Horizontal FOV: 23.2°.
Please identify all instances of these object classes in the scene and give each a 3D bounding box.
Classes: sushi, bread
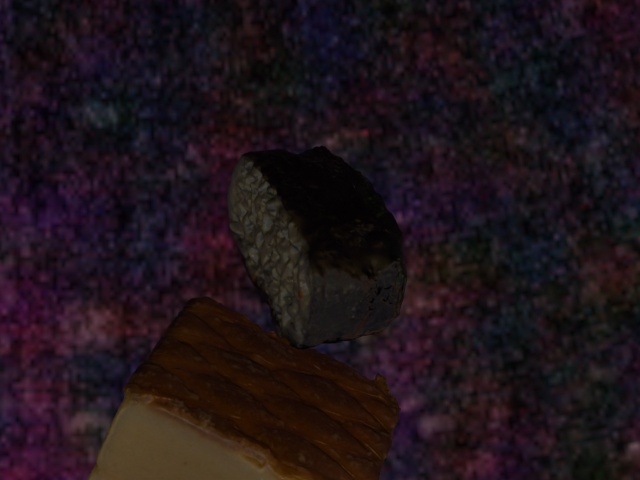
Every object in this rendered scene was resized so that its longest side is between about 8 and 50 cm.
[{"bbox_3d":[0.000,0.000,1.470,0.127,0.225,0.124,-4,129,-24],"label":"sushi"},{"bbox_3d":[-0.083,0.231,1.616,0.279,0.279,0.207,27,110,-2],"label":"bread"}]
